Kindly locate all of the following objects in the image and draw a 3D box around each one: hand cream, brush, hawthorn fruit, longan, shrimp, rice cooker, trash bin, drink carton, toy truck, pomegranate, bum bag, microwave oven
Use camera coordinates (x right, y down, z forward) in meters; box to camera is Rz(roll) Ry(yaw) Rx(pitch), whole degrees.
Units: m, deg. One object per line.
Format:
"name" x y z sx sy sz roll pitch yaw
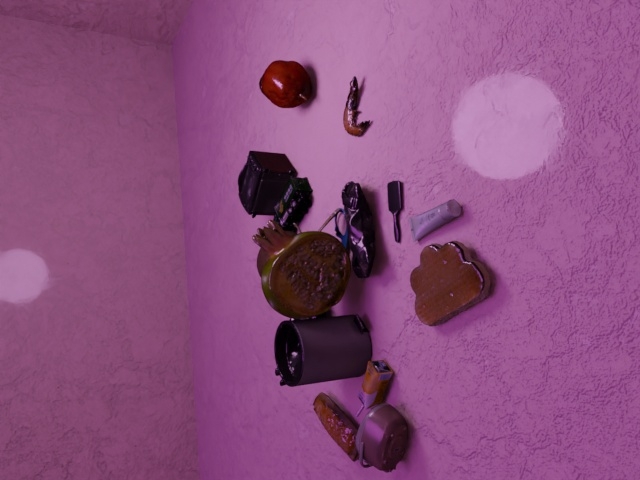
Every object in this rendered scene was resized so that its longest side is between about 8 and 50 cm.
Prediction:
"hand cream" 0.309 -0.057 1.463 0.205 0.050 0.078 -33 64 61
"brush" 0.232 -0.088 1.623 0.063 0.016 0.193 -6 85 60
"hawthorn fruit" -0.127 -0.607 2.073 0.251 0.190 0.189 47 129 45
"longan" -0.141 0.089 2.077 0.246 0.215 0.245 19 114 50
"shrimp" 0.127 -0.446 1.778 0.148 0.035 0.195 -129 41 -51
"rice cooker" 0.187 0.595 1.582 0.127 0.145 0.206 20 110 48
"trash bin" 0.005 0.366 1.772 0.217 0.263 0.277 61 138 41
"drink carton" 0.167 0.482 1.680 0.084 0.075 0.199 47 130 51
"toy truck" -0.120 -0.129 2.162 0.259 0.088 0.121 -58 44 41
"pomegranate" -0.081 0.085 1.756 0.358 0.310 0.216 46 171 -5
"bum bag" 0.129 -0.043 1.722 0.144 0.095 0.340 122 143 -68
"microwave oven" -0.239 -0.243 2.264 0.178 0.188 0.247 56 136 43

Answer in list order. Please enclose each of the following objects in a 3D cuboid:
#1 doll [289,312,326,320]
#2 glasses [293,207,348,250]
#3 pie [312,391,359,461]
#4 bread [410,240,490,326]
"doll" -0.041 0.271 1.983 0.144 0.135 0.234 -20 74 33
"glasses" 0.003 -0.006 1.895 0.102 0.207 0.238 -55 -26 -78
"pie" 0.059 0.660 1.878 0.282 0.069 0.128 35 121 50
"bread" 0.334 0.102 1.407 0.286 0.056 0.207 -42 58 52
